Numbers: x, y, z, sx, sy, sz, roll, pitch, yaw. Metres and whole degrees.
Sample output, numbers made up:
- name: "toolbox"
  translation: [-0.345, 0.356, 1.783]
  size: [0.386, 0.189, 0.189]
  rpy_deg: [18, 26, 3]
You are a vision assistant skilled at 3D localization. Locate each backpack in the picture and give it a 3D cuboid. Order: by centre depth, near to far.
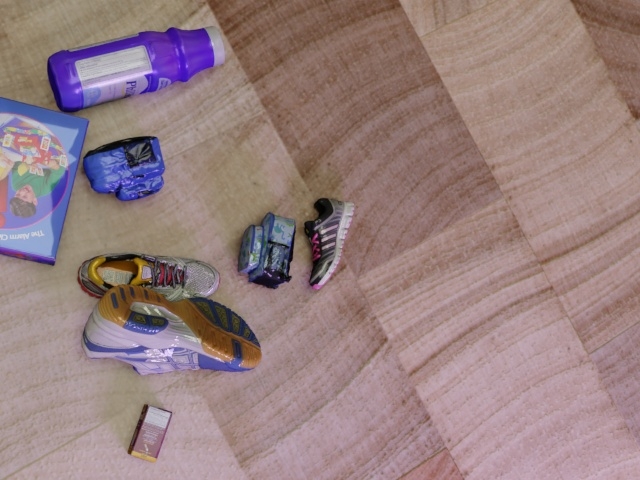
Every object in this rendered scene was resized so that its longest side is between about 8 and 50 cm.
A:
- name: "backpack"
  translation: [-0.317, -0.114, 1.597]
  size: [0.120, 0.098, 0.101]
  rpy_deg: [-14, 90, -19]
- name: "backpack"
  translation: [-0.088, 0.012, 1.642]
  size: [0.084, 0.105, 0.114]
  rpy_deg: [17, 75, -14]

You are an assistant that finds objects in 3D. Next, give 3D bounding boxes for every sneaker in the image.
- name: "sneaker"
  translation: [-0.271, 0.064, 1.586]
  size: [0.225, 0.093, 0.088]
  rpy_deg: [1, 80, -18]
- name: "sneaker"
  translation: [-0.238, 0.160, 1.587]
  size: [0.296, 0.131, 0.112]
  rpy_deg: [22, 36, -30]
- name: "sneaker"
  translation: [0.000, 0.000, 1.694]
  size: [0.075, 0.063, 0.170]
  rpy_deg: [22, 71, -13]

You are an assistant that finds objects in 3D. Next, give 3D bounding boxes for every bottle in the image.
- name: "bottle"
  translation: [-0.298, -0.287, 1.619]
  size: [0.283, 0.118, 0.092]
  rpy_deg: [-18, 87, -19]

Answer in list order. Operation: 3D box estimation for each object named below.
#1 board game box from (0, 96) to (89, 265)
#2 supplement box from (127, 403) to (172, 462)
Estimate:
- name: "board game box"
  translation: [-0.558, -0.114, 1.535]
  size: [0.347, 0.078, 0.233]
  rpy_deg: [14, 78, -14]
- name: "supplement box"
  translation: [-0.270, 0.305, 1.569]
  size: [0.043, 0.055, 0.083]
  rpy_deg: [21, 75, -12]
